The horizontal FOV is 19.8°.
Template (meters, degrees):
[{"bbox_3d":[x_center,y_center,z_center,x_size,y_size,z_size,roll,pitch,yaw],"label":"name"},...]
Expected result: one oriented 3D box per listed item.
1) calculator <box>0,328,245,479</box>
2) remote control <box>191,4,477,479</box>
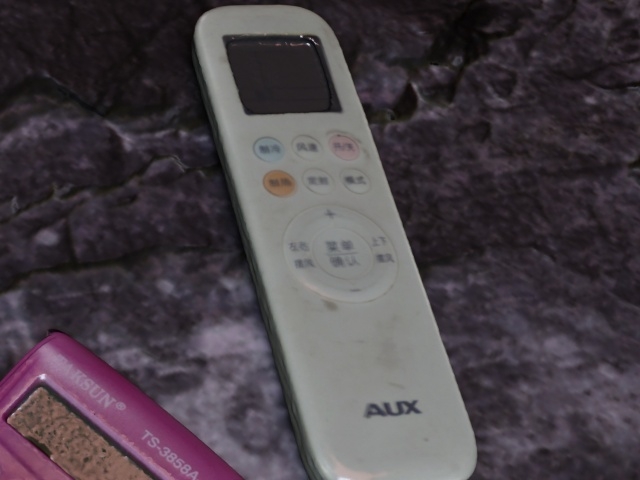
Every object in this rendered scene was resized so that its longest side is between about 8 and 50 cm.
[{"bbox_3d":[-0.135,0.136,0.823,0.127,0.034,0.190,39,59,11],"label":"calculator"},{"bbox_3d":[0.001,0.000,0.958,0.090,0.038,0.309,-4,57,-20],"label":"remote control"}]
